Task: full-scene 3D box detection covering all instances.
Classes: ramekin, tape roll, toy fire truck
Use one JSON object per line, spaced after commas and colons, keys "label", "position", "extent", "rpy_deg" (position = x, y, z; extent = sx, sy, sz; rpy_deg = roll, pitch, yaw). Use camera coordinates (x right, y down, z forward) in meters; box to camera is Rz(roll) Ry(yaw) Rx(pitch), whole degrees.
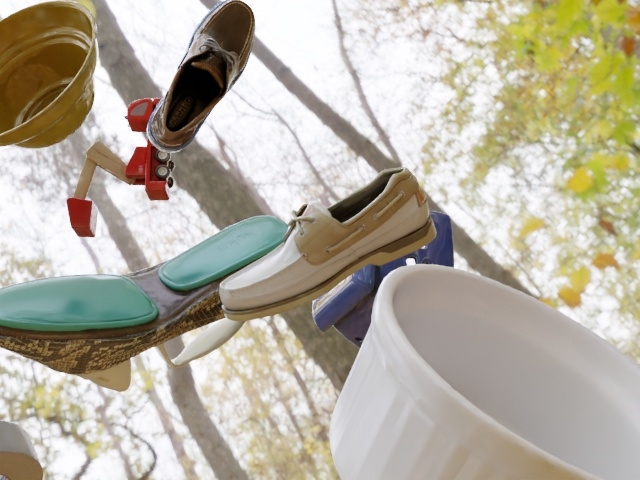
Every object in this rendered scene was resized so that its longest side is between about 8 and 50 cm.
{"label": "ramekin", "position": [0.141, 0.148, 0.710], "extent": [0.277, 0.277, 0.135], "rpy_deg": [12, -64, -35]}
{"label": "tape roll", "position": [-0.576, 0.394, 1.534], "extent": [0.219, 0.072, 0.219], "rpy_deg": [-23, -38, -19]}
{"label": "toy fire truck", "position": [-0.267, -0.101, 1.257], "extent": [0.135, 0.192, 0.047], "rpy_deg": [-1, -17, -2]}

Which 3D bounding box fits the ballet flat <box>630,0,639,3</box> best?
{"label": "ballet flat", "position": [0.538, -0.415, 1.093], "extent": [0.139, 0.139, 0.400], "rpy_deg": [14, -50, -35]}

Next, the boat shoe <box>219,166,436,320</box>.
{"label": "boat shoe", "position": [0.000, 0.000, 1.190], "extent": [0.302, 0.113, 0.103], "rpy_deg": [-26, -67, -17]}

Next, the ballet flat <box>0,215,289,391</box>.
{"label": "ballet flat", "position": [-0.229, 0.108, 1.294], "extent": [0.483, 0.164, 0.182], "rpy_deg": [-18, -55, -32]}

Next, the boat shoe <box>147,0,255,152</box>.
{"label": "boat shoe", "position": [-0.113, -0.173, 0.961], "extent": [0.066, 0.066, 0.183], "rpy_deg": [28, -101, -15]}

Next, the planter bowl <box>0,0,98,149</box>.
{"label": "planter bowl", "position": [-0.334, -0.174, 1.094], "extent": [0.217, 0.217, 0.090], "rpy_deg": [-34, -40, 0]}

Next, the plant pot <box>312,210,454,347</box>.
{"label": "plant pot", "position": [0.112, 0.070, 1.813], "extent": [0.212, 0.236, 0.236], "rpy_deg": [17, -35, -22]}
